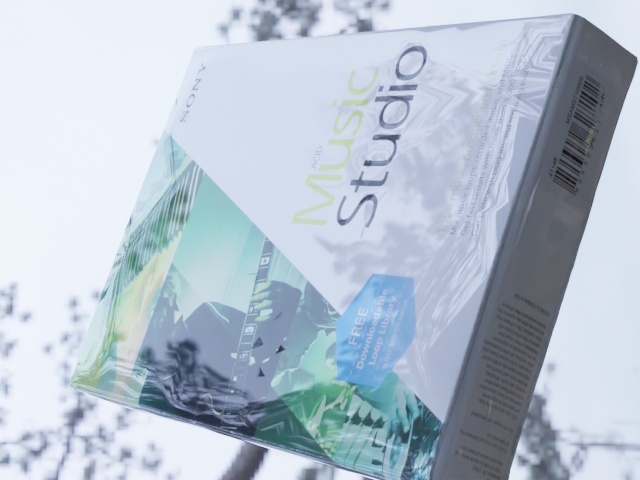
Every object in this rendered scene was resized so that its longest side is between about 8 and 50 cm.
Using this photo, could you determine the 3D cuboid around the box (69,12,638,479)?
[{"bbox_3d":[0.000,0.000,0.763,0.058,0.322,0.232,27,-104,-36],"label":"box"}]
